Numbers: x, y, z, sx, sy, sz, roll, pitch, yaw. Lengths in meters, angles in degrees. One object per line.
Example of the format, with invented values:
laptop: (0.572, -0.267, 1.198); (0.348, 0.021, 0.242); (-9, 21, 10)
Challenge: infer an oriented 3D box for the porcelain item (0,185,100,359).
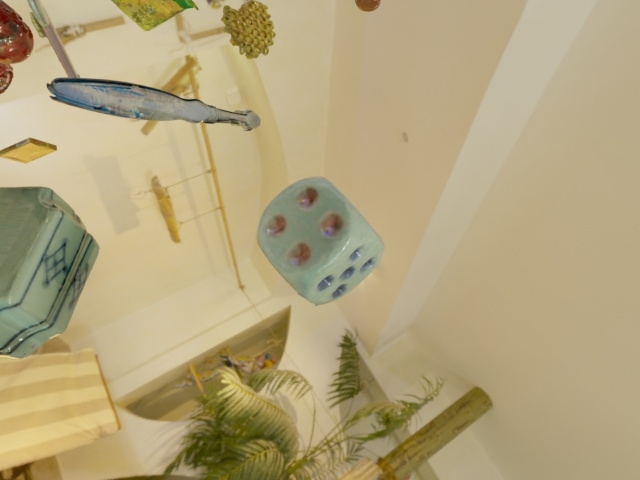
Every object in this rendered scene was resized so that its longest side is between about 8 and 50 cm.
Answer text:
porcelain item: (-0.563, 0.054, 0.692); (0.157, 0.282, 0.285); (83, 8, -56)

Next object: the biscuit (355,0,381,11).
biscuit: (0.112, -0.612, 0.990); (0.015, 0.078, 0.091); (-81, 175, -82)

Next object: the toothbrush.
toothbrush: (-0.167, -0.166, 0.516); (0.413, 0.042, 0.035); (-43, 137, -72)

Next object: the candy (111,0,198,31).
candy: (-0.290, -0.413, 0.682); (0.178, 0.032, 0.102); (7, -18, 41)

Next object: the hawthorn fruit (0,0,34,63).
hawthorn fruit: (-0.463, -0.293, 0.571); (0.093, 0.093, 0.093); (50, -24, 32)

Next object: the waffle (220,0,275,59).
waffle: (-0.294, -0.899, 1.685); (0.056, 0.253, 0.249); (9, -21, 43)

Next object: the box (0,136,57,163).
box: (-0.936, -0.286, 1.287); (0.089, 0.156, 0.022); (15, 65, -65)

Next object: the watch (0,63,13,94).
watch: (-1.071, -0.540, 1.191); (0.164, 0.269, 0.102); (-70, -163, -1)

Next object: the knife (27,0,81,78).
knife: (-0.625, -0.449, 0.959); (0.132, 0.038, 0.398); (65, -18, 11)

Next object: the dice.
dice: (0.000, 0.000, 1.132); (0.268, 0.262, 0.265); (48, 3, 29)
